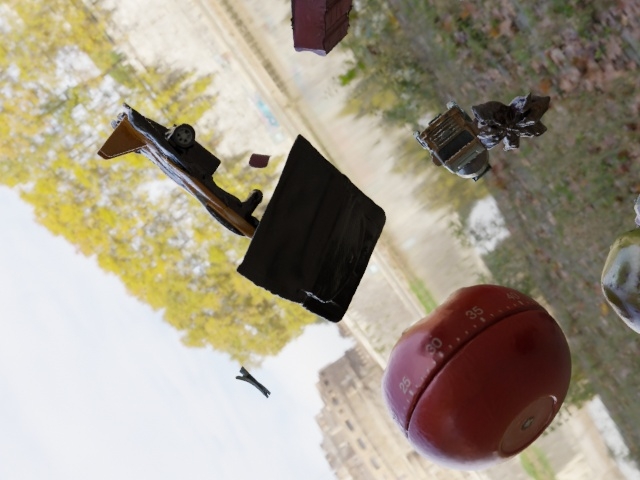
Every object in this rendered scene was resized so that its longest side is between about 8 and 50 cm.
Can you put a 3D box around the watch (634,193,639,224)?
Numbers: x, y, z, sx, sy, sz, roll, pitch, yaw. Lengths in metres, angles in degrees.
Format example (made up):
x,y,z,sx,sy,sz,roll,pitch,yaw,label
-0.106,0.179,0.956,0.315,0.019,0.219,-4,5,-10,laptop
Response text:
x,y,z,sx,sy,sz,roll,pitch,yaw,label
0.911,-0.066,1.794,0.241,0.253,0.162,46,-133,-3,watch

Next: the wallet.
x,y,z,sx,sy,sz,roll,pitch,yaw,label
0.000,0.000,1.293,0.041,0.247,0.323,13,166,38,wallet

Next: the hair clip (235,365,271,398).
x,y,z,sx,sy,sz,roll,pitch,yaw,label
-0.190,0.405,2.135,0.115,0.039,0.030,36,139,10,hair clip

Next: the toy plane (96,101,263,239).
x,y,z,sx,sy,sz,roll,pitch,yaw,label
-0.187,-0.100,1.190,0.316,0.103,0.204,31,169,-18,toy plane

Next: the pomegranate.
x,y,z,sx,sy,sz,roll,pitch,yaw,label
0.549,0.053,1.262,0.198,0.198,0.246,53,170,-34,pomegranate

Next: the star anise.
x,y,z,sx,sy,sz,roll,pitch,yaw,label
0.453,-0.278,1.839,0.197,0.212,0.073,63,-164,-57,star anise

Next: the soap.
x,y,z,sx,sy,sz,roll,pitch,yaw,label
0.013,-0.575,1.912,0.250,0.099,0.162,-56,-31,-53,soap

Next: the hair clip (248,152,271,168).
x,y,z,sx,sy,sz,roll,pitch,yaw,label
-0.167,-0.227,2.115,0.137,0.054,0.022,-79,-3,-70,hair clip

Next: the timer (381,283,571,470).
x,y,z,sx,sy,sz,roll,pitch,yaw,label
0.314,0.274,1.501,0.279,0.378,0.378,47,177,39,timer

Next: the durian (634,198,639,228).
x,y,z,sx,sy,sz,roll,pitch,yaw,label
0.973,-0.063,2.162,0.196,0.196,0.167,55,142,16,durian

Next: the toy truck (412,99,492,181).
x,y,z,sx,sy,sz,roll,pitch,yaw,label
0.278,-0.187,1.520,0.140,0.108,0.256,52,-166,7,toy truck
